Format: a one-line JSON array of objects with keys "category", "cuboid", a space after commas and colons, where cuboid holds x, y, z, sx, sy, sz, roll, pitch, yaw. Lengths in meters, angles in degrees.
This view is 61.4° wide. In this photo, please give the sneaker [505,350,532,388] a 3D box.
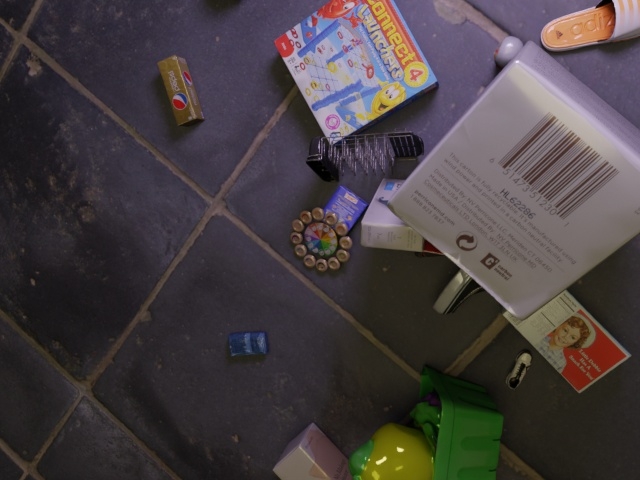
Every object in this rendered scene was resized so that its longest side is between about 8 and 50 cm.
[{"category": "sneaker", "cuboid": [0.510, 0.332, 1.374, 0.040, 0.044, 0.109, 23, 102, 13]}]

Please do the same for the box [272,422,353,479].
[{"category": "box", "cuboid": [0.029, 0.686, 1.507, 0.311, 0.148, 0.121, 45, 106, 3]}]

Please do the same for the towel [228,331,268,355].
[{"category": "towel", "cuboid": [-0.212, 0.302, 1.574, 0.119, 0.029, 0.067, -6, 96, 16]}]

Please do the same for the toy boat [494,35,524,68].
[{"category": "toy boat", "cuboid": [0.463, -0.301, 1.235, 0.267, 0.148, 0.318, -18, 94, 17]}]

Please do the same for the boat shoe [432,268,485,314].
[{"category": "boat shoe", "cuboid": [0.417, 0.072, 1.318, 0.119, 0.121, 0.335, 42, 105, 10]}]

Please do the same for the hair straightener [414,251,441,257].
[{"category": "hair straightener", "cuboid": [0.324, 0.010, 1.333, 0.047, 0.089, 0.230, 50, 147, -18]}]

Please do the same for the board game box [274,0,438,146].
[{"category": "board game box", "cuboid": [0.089, -0.443, 1.348, 0.302, 0.086, 0.308, -29, 90, 18]}]

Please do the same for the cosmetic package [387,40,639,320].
[{"category": "cosmetic package", "cuboid": [0.393, -0.133, 1.025, 0.329, 0.393, 0.327, 41, 123, 3]}]

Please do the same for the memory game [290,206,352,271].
[{"category": "memory game", "cuboid": [0.000, 0.000, 1.451, 0.186, 0.012, 0.186, 11, 115, 24]}]

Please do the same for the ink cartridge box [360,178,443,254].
[{"category": "ink cartridge box", "cuboid": [0.248, -0.060, 1.252, 0.261, 0.296, 0.066, 7, 117, 13]}]

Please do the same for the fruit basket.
[{"category": "fruit basket", "cuboid": [0.245, 0.530, 1.348, 0.392, 0.283, 0.392, 0, 100, 0]}]

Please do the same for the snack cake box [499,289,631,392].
[{"category": "snack cake box", "cuboid": [0.588, 0.216, 1.311, 0.152, 0.089, 0.264, -44, 86, 15]}]

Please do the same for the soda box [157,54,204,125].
[{"category": "soda box", "cuboid": [-0.386, -0.414, 1.497, 0.061, 0.058, 0.181, -16, 93, 17]}]

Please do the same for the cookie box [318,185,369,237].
[{"category": "cookie box", "cuboid": [0.063, -0.078, 1.434, 0.092, 0.040, 0.107, 38, 107, 8]}]

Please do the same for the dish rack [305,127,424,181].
[{"category": "dish rack", "cuboid": [0.116, -0.207, 1.322, 0.271, 0.208, 0.074, -2, 83, 14]}]

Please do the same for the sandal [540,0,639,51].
[{"category": "sandal", "cuboid": [0.634, -0.486, 1.197, 0.265, 0.076, 0.102, -14, 95, 17]}]
